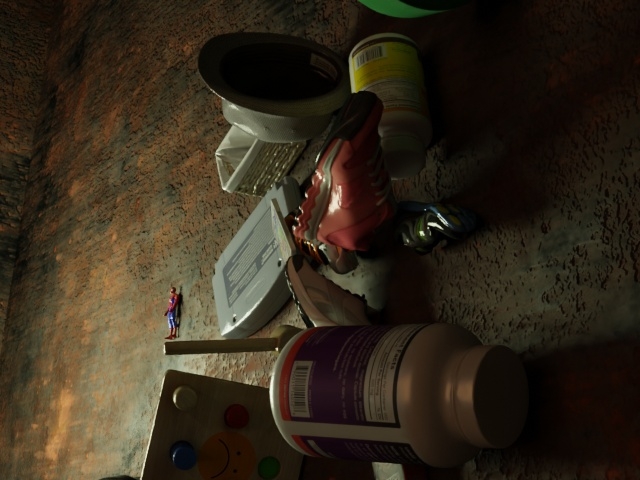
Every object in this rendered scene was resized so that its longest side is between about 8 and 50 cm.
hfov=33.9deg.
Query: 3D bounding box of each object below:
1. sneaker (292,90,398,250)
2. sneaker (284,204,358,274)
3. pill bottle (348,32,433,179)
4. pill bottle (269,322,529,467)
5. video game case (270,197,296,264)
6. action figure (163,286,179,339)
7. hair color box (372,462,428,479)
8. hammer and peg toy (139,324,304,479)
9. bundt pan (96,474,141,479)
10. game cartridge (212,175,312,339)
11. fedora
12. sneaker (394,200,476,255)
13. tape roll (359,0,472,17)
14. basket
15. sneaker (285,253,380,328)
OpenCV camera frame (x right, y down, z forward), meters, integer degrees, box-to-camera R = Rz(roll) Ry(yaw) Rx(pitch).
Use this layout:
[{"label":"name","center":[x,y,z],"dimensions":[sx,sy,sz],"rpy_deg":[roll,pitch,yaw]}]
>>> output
[{"label":"sneaker","center":[0.061,-0.094,1.527],"dimensions":[0.314,0.136,0.116],"rpy_deg":[111,-177,-53]},{"label":"sneaker","center":[0.000,0.000,1.728],"dimensions":[0.083,0.084,0.215],"rpy_deg":[-26,30,-1]},{"label":"pill bottle","center":[0.109,-0.205,1.619],"dimensions":[0.117,0.117,0.215],"rpy_deg":[-39,46,46]},{"label":"pill bottle","center":[0.100,0.199,1.367],"dimensions":[0.323,0.181,0.181],"rpy_deg":[-5,73,42]},{"label":"video game case","center":[-0.062,0.000,1.786],"dimensions":[0.087,0.011,0.122],"rpy_deg":[88,164,-49]},{"label":"action figure","center":[-0.324,0.157,2.288],"dimensions":[0.038,0.030,0.115],"rpy_deg":[-33,49,56]},{"label":"hair color box","center":[0.109,0.315,1.477],"dimensions":[0.072,0.043,0.141],"rpy_deg":[-46,41,41]},{"label":"hammer and peg toy","center":[-0.151,0.301,1.707],"dimensions":[0.127,0.266,0.361],"rpy_deg":[-178,100,-78]},{"label":"bundt pan","center":[-0.282,0.519,1.806],"dimensions":[0.124,0.331,0.331],"rpy_deg":[-56,32,1]},{"label":"game cartridge","center":[-0.109,0.045,1.948],"dimensions":[0.294,0.060,0.196],"rpy_deg":[-50,35,37]},{"label":"fedora","center":[-0.081,-0.258,1.856],"dimensions":[0.244,0.275,0.124],"rpy_deg":[-98,12,-47]},{"label":"sneaker","center":[0.164,-0.016,1.511],"dimensions":[0.188,0.067,0.078],"rpy_deg":[8,92,65]},{"label":"tape roll","center":[0.134,-0.482,1.490],"dimensions":[0.077,0.321,0.321],"rpy_deg":[2,80,60]},{"label":"basket","center":[-0.113,-0.174,1.994],"dimensions":[0.167,0.103,0.113],"rpy_deg":[-52,38,34]},{"label":"sneaker","center":[0.027,0.113,1.645],"dimensions":[0.108,0.100,0.271],"rpy_deg":[-30,47,-7]}]
